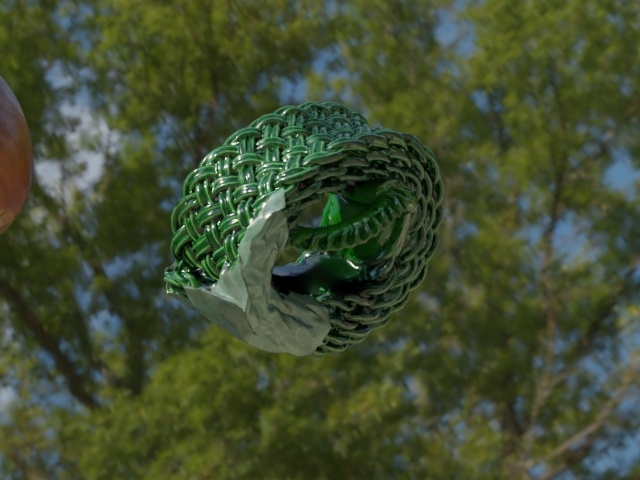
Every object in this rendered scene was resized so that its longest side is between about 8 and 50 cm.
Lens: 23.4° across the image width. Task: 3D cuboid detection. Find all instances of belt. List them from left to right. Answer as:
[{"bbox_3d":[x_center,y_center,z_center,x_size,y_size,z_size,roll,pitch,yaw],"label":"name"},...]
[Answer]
[{"bbox_3d":[0.000,0.000,0.749,0.151,0.079,0.121,-8,-61,-46],"label":"belt"}]

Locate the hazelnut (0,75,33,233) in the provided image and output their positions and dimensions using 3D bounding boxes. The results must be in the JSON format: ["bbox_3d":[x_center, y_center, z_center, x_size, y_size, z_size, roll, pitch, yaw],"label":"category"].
[{"bbox_3d":[-0.312,-0.071,1.238,0.182,0.182,0.182,-17,-42,-16],"label":"hazelnut"}]
